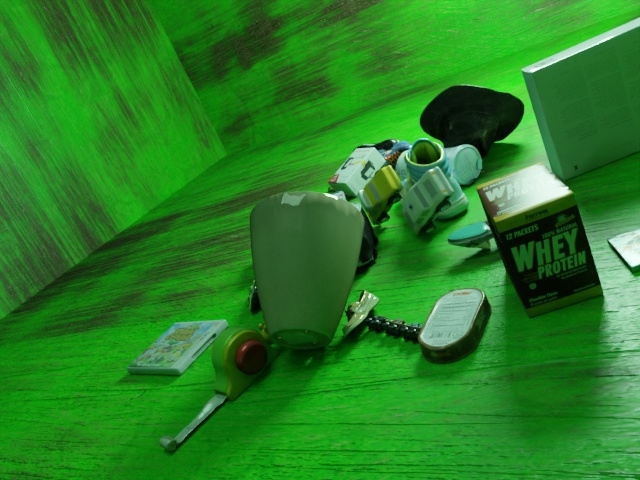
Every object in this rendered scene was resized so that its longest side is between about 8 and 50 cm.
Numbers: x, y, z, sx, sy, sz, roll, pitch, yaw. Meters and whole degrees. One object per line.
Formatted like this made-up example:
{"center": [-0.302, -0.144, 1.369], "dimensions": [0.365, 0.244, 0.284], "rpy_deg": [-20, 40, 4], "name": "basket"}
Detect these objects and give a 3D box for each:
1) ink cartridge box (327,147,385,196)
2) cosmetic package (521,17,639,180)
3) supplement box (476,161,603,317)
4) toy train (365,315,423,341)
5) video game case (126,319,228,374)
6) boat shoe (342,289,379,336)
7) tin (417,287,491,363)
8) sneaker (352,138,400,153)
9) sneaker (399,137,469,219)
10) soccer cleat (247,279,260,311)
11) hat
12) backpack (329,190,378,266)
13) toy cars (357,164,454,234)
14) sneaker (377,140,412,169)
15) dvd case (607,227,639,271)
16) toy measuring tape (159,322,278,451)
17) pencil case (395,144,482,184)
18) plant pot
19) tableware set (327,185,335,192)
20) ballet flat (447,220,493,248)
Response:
{"center": [0.128, -0.244, 2.055], "dimensions": [0.175, 0.072, 0.127], "rpy_deg": [-51, 26, -14], "name": "ink cartridge box"}
{"center": [0.707, -0.347, 1.372], "dimensions": [0.377, 0.285, 0.097], "rpy_deg": [-22, 18, 9], "name": "cosmetic package"}
{"center": [0.383, -0.007, 1.031], "dimensions": [0.129, 0.194, 0.191], "rpy_deg": [-21, 20, 13], "name": "supplement box"}
{"center": [0.147, 0.168, 1.126], "dimensions": [0.036, 0.027, 0.158], "rpy_deg": [-24, 16, -31], "name": "toy train"}
{"center": [-0.367, 0.272, 1.486], "dimensions": [0.212, 0.023, 0.193], "rpy_deg": [-9, 25, 38], "name": "video game case"}
{"center": [0.075, 0.150, 1.206], "dimensions": [0.135, 0.045, 0.050], "rpy_deg": [-41, -11, -52], "name": "boat shoe"}
{"center": [0.243, 0.148, 1.047], "dimensions": [0.106, 0.040, 0.190], "rpy_deg": [-6, 27, 34], "name": "tin"}
{"center": [0.236, -0.346, 2.287], "dimensions": [0.234, 0.084, 0.097], "rpy_deg": [-5, 4, 43], "name": "sneaker"}
{"center": [0.279, -0.188, 1.597], "dimensions": [0.127, 0.208, 0.319], "rpy_deg": [-30, 19, -11], "name": "sneaker"}
{"center": [-0.146, 0.124, 1.549], "dimensions": [0.072, 0.060, 0.179], "rpy_deg": [11, 38, 5], "name": "soccer cleat"}
{"center": [0.453, -0.327, 1.765], "dimensions": [0.331, 0.331, 0.134], "rpy_deg": [-9, 63, 39], "name": "hat"}
{"center": [0.000, 0.000, 1.514], "dimensions": [0.253, 0.191, 0.225], "rpy_deg": [-25, 20, 15], "name": "backpack"}
{"center": [0.196, -0.102, 1.508], "dimensions": [0.087, 0.177, 0.393], "rpy_deg": [-15, 14, -24], "name": "toy cars"}
{"center": [0.257, -0.294, 2.111], "dimensions": [0.221, 0.083, 0.087], "rpy_deg": [-16, 29, 47], "name": "sneaker"}
{"center": [0.572, 0.012, 1.024], "dimensions": [0.087, 0.013, 0.119], "rpy_deg": [-20, 19, 15], "name": "dvd case"}
{"center": [-0.208, 0.269, 1.171], "dimensions": [0.121, 0.121, 0.330], "rpy_deg": [-1, 31, 50], "name": "toy measuring tape"}
{"center": [0.353, -0.225, 1.746], "dimensions": [0.124, 0.114, 0.273], "rpy_deg": [-25, 17, -31], "name": "pencil case"}
{"center": [-0.035, 0.081, 1.226], "dimensions": [0.256, 0.256, 0.274], "rpy_deg": [-14, 58, 28], "name": "plant pot"}
{"center": [0.101, -0.219, 2.174], "dimensions": [0.154, 0.024, 0.104], "rpy_deg": [-29, 17, -7], "name": "tableware set"}
{"center": [0.375, -0.016, 1.262], "dimensions": [0.188, 0.070, 0.070], "rpy_deg": [-24, 19, 17], "name": "ballet flat"}
